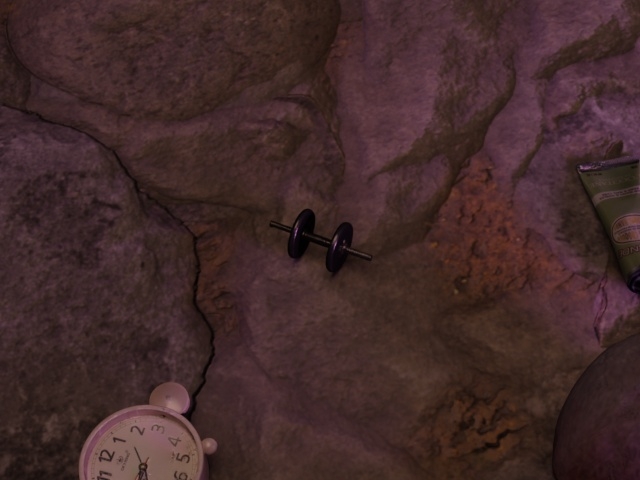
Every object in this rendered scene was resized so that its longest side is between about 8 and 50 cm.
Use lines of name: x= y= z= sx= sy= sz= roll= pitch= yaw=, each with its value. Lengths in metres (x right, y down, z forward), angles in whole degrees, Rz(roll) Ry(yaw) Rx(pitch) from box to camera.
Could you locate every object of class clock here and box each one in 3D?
clock: x=-0.209 y=0.278 z=1.912 sx=0.155 sy=0.063 sz=0.229 roll=12 pitch=62 yaw=11

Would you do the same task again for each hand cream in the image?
hand cream: x=0.396 y=-0.023 z=2.043 sx=0.086 sy=0.055 sz=0.235 roll=-8 pitch=49 yaw=-1

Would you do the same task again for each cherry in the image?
cherry: x=0.384 y=0.212 z=1.805 sx=0.266 sy=0.183 sz=0.213 roll=-22 pitch=53 yaw=13

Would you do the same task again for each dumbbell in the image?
dumbbell: x=0.000 y=0.000 z=2.063 sx=0.147 sy=0.069 sz=0.069 roll=19 pitch=61 yaw=18
